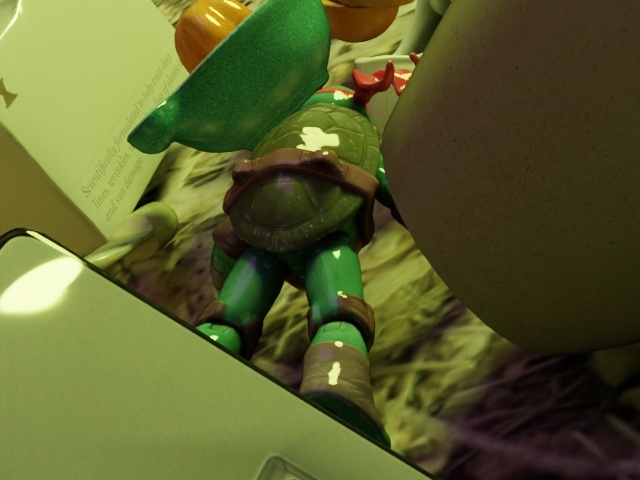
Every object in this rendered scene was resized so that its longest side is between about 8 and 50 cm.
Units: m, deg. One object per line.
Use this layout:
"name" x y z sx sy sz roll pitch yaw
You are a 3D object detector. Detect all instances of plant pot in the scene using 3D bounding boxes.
"plant pot" 0.162 -0.077 0.533 0.274 0.256 0.256 -39 22 29

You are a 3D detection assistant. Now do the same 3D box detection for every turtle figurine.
"turtle figurine" 0.000 0.000 0.705 0.175 0.118 0.234 -15 38 34

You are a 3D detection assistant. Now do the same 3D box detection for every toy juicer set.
"toy juicer set" -0.055 -0.100 0.880 0.329 0.089 0.209 -46 3 -12

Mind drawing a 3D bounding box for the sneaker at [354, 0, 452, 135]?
"sneaker" 0.106 -0.136 0.819 0.212 0.094 0.080 -45 27 -20

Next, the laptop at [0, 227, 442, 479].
"laptop" 0.036 0.171 0.255 0.382 0.408 0.236 -59 2 -40

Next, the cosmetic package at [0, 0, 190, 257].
"cosmetic package" -0.292 -0.050 1.038 0.385 0.156 0.217 -20 30 34
